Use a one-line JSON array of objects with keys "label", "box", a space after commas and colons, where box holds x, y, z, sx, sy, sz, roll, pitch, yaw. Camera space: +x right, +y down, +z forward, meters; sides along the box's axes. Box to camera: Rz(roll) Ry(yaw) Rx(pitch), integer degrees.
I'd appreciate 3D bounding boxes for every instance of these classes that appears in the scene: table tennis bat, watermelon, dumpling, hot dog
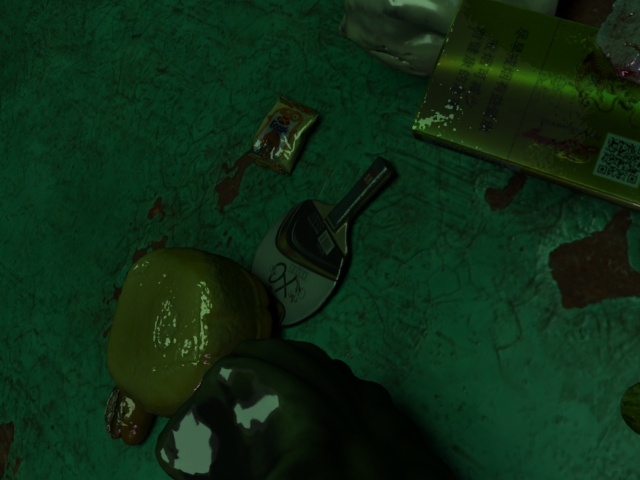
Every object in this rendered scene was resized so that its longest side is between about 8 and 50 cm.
[{"label": "table tennis bat", "box": [0.000, 0.000, 1.231, 0.301, 0.022, 0.173, -47, 49, 22]}, {"label": "watermelon", "box": [0.367, -0.191, 0.861, 0.180, 0.081, 0.094, 30, 114, 22]}, {"label": "dumpling", "box": [0.154, -0.326, 1.093, 0.318, 0.187, 0.243, 27, 90, 37]}, {"label": "hot dog", "box": [-0.305, 0.258, 1.383, 0.090, 0.060, 0.140, 18, 83, 40]}]

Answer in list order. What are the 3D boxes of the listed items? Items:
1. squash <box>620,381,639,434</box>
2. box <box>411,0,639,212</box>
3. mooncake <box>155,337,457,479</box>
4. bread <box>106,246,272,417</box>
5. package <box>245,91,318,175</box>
[{"label": "squash", "box": [0.387, 0.176, 0.773, 0.239, 0.069, 0.069, 13, 83, 44]}, {"label": "box", "box": [0.272, -0.145, 0.923, 0.311, 0.043, 0.173, 20, 88, 16]}, {"label": "mooncake", "box": [0.007, 0.268, 0.903, 0.187, 0.351, 0.351, -50, 48, 12]}, {"label": "bread", "box": [-0.198, 0.140, 1.271, 0.270, 0.148, 0.270, -13, 70, 39]}, {"label": "package", "box": [-0.061, -0.165, 1.341, 0.108, 0.031, 0.120, 32, 96, 44]}]
